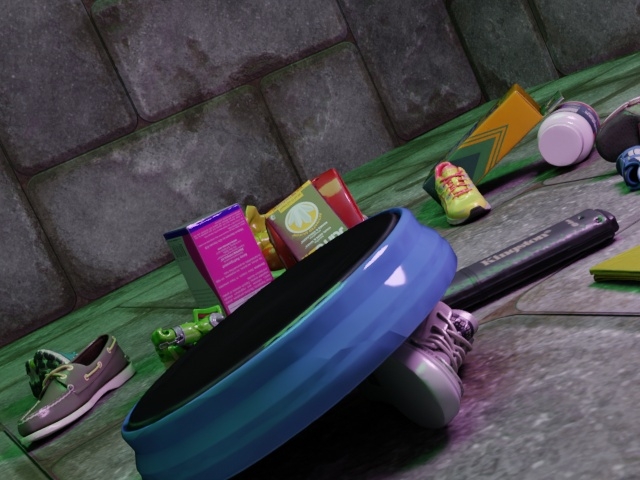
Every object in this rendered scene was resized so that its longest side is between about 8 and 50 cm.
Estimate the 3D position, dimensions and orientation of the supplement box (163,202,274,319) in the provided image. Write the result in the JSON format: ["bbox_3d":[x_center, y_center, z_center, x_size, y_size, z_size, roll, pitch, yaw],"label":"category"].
[{"bbox_3d":[-0.162,0.061,1.611,0.114,0.220,0.111,-28,9,-30],"label":"supplement box"}]

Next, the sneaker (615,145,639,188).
[{"bbox_3d":[0.476,-0.108,1.401,0.059,0.053,0.144,-28,7,-5],"label":"sneaker"}]

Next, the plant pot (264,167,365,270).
[{"bbox_3d":[-0.002,-0.019,1.766,0.174,0.191,0.191,-27,8,5],"label":"plant pot"}]

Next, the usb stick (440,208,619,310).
[{"bbox_3d":[0.247,0.032,1.189,0.278,0.045,0.077,-25,7,-4],"label":"usb stick"}]

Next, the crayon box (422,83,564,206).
[{"bbox_3d":[0.359,-0.216,1.947,0.323,0.083,0.203,-45,1,18],"label":"crayon box"}]

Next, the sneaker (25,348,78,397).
[{"bbox_3d":[-0.514,0.255,1.860,0.110,0.107,0.275,-18,4,-28],"label":"sneaker"}]

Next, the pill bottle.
[{"bbox_3d":[0.482,-0.204,1.814,0.108,0.107,0.180,-21,9,29],"label":"pill bottle"}]

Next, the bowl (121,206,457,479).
[{"bbox_3d":[-0.039,0.103,0.953,0.391,0.077,0.391,-37,6,5],"label":"bowl"}]

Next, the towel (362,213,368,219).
[{"bbox_3d":[-0.027,0.009,2.181,0.282,0.049,0.187,-27,10,-9],"label":"towel"}]

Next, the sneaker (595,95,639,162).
[{"bbox_3d":[0.553,-0.176,1.436,0.281,0.106,0.162,-19,12,31],"label":"sneaker"}]

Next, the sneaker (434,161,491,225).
[{"bbox_3d":[0.258,-0.095,1.774,0.082,0.094,0.208,-24,19,-2],"label":"sneaker"}]

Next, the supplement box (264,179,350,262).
[{"bbox_3d":[0.000,0.000,1.587,0.104,0.081,0.188,-39,51,1],"label":"supplement box"}]

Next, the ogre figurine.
[{"bbox_3d":[-0.204,0.161,1.495,0.118,0.096,0.197,-21,-37,-8],"label":"ogre figurine"}]

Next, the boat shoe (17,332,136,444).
[{"bbox_3d":[-0.435,0.255,1.622,0.109,0.091,0.305,-22,8,24],"label":"boat shoe"}]

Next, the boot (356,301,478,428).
[{"bbox_3d":[0.106,0.107,0.926,0.123,0.095,0.258,-34,9,-13],"label":"boot"}]

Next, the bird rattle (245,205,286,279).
[{"bbox_3d":[-0.121,0.038,1.941,0.207,0.143,0.253,1,31,16],"label":"bird rattle"}]

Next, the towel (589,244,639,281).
[{"bbox_3d":[0.383,0.021,0.954,0.102,0.021,0.237,-21,6,-16],"label":"towel"}]
